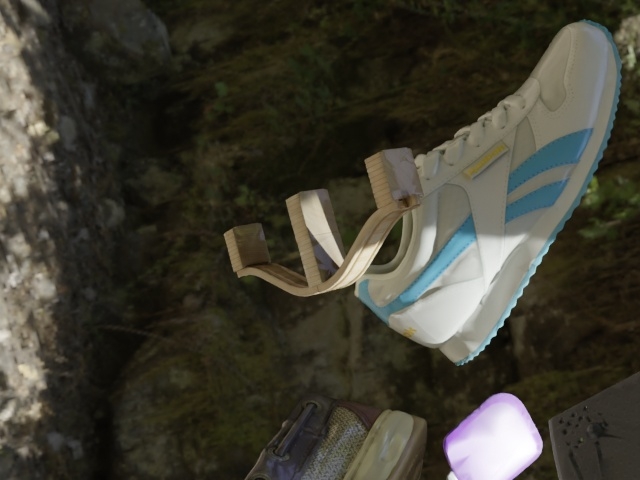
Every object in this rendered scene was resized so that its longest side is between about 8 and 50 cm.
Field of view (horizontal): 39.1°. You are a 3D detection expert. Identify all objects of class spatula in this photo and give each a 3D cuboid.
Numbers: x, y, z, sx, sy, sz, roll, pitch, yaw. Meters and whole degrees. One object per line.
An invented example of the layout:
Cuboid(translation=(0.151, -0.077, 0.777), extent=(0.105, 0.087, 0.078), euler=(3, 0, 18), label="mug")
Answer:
Cuboid(translation=(0.095, 0.242, 0.771), extent=(0.296, 0.030, 0.084), euler=(-40, 109, -36), label="spatula")

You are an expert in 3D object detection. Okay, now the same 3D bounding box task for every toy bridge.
Cuboid(translation=(0.000, 0.000, 0.558), extent=(0.026, 0.188, 0.063), euler=(-10, 83, -36), label="toy bridge")

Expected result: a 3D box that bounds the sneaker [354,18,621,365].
Cuboid(translation=(0.106, -0.039, 0.562), extent=(0.228, 0.092, 0.087), euler=(-62, -176, 3), label="sneaker")

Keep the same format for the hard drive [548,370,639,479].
Cuboid(translation=(0.274, 0.205, 0.660), extent=(0.054, 0.172, 0.254), euler=(42, 25, -31), label="hard drive")

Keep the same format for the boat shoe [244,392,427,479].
Cuboid(translation=(-0.035, 0.174, 0.448), extent=(0.285, 0.092, 0.102), euler=(-45, 144, -49), label="boat shoe")
